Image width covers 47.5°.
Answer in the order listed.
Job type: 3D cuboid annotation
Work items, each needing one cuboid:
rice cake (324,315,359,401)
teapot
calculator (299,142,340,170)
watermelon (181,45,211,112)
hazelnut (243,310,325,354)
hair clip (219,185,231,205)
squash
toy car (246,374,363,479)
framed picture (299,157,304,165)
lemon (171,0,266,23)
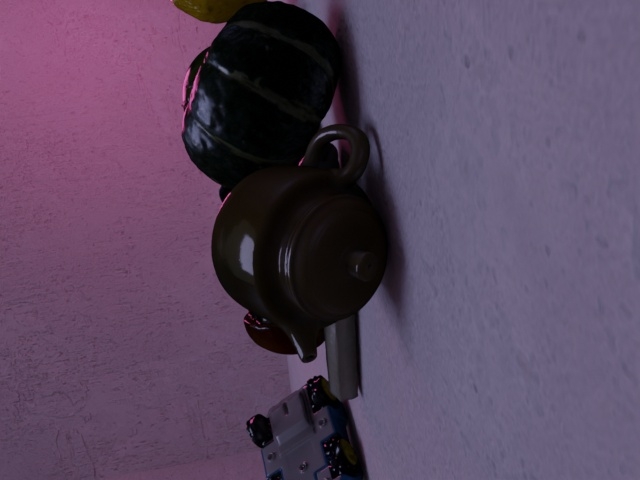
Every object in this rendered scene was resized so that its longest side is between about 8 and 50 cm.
[{"bbox_3d":[0.031,0.157,1.164,0.057,0.052,0.256,27,134,39],"label":"rice cake"},{"bbox_3d":[0.000,0.000,0.814,0.175,0.185,0.268,15,92,48],"label":"teapot"},{"bbox_3d":[-0.009,-0.041,1.011,0.246,0.045,0.141,-64,-27,-57],"label":"calculator"},{"bbox_3d":[-0.182,-0.316,1.590,0.242,0.242,0.242,172,90,-83],"label":"watermelon"},{"bbox_3d":[-0.054,0.096,1.287,0.178,0.178,0.204,-138,40,-80],"label":"hazelnut"},{"bbox_3d":[-0.132,-0.006,1.737,0.194,0.206,0.310,-115,22,-50],"label":"hair clip"},{"bbox_3d":[-0.074,-0.187,0.950,0.252,0.165,0.252,-156,90,-83],"label":"squash"},{"bbox_3d":[-0.014,0.419,1.409,0.166,0.198,0.314,45,-167,-35],"label":"toy car"},{"bbox_3d":[-0.077,-0.089,1.267,0.244,0.013,0.324,-53,27,40],"label":"framed picture"},{"bbox_3d":[-0.180,-0.524,1.300,0.310,0.253,0.254,157,105,-75],"label":"lemon"}]
